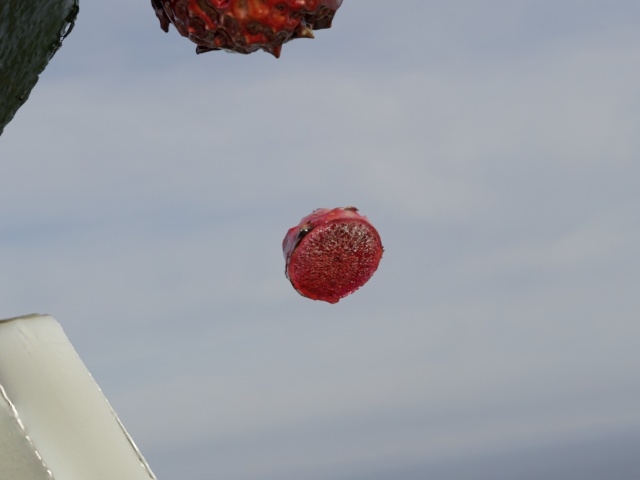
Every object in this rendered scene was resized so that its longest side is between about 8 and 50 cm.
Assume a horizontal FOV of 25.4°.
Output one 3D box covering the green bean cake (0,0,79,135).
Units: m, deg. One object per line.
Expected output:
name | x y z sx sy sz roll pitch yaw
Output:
green bean cake | -0.448 -0.256 1.587 0.218 0.335 0.319 31 -17 13

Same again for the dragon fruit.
dragon fruit | 0.000 0.000 2.039 0.153 0.153 0.111 -5 32 -25

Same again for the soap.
soap | -0.209 0.147 1.079 0.064 0.183 0.121 -39 -13 22

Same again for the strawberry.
strawberry | -0.079 -0.315 1.401 0.205 0.244 0.205 -10 27 5
